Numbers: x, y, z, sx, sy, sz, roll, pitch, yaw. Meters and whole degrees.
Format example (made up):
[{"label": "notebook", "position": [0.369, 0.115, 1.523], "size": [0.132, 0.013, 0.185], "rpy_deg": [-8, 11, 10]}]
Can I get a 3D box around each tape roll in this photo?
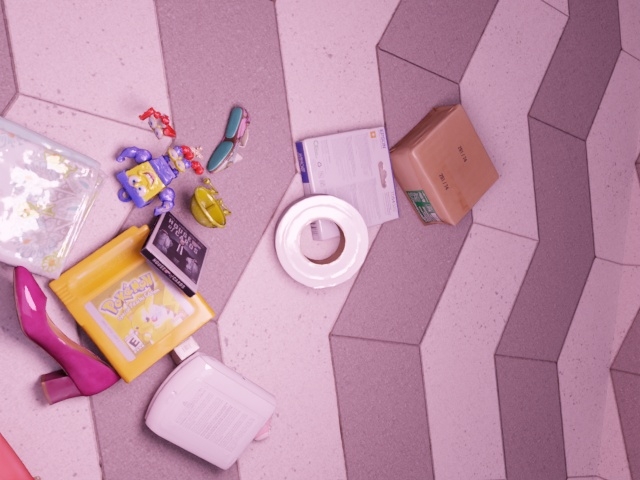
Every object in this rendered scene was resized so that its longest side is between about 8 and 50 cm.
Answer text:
[{"label": "tape roll", "position": [0.000, 0.000, 1.791], "size": [0.286, 0.100, 0.286], "rpy_deg": [-1, 98, -9]}]

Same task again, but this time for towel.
[{"label": "towel", "position": [-0.744, -0.111, 1.400], "size": [0.374, 0.090, 0.320], "rpy_deg": [27, 77, -29]}]

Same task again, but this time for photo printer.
[{"label": "photo printer", "position": [-0.312, 0.471, 1.639], "size": [0.307, 0.107, 0.256], "rpy_deg": [39, 88, -26]}]

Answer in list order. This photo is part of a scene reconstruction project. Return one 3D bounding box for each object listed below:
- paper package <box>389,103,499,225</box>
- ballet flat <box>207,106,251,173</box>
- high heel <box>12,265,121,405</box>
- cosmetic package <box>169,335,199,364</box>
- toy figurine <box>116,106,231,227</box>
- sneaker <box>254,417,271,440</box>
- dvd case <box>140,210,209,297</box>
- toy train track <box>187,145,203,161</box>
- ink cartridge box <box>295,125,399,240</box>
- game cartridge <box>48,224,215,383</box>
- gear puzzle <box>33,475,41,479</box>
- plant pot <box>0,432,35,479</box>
[{"label": "paper package", "position": [0.429, -0.261, 2.074], "size": [0.309, 0.168, 0.325], "rpy_deg": [-44, 112, -22]}, {"label": "ballet flat", "position": [-0.254, -0.282, 1.714], "size": [0.079, 0.077, 0.221], "rpy_deg": [34, 72, -48]}, {"label": "high heel", "position": [-0.630, 0.220, 1.453], "size": [0.181, 0.127, 0.377], "rpy_deg": [-16, 114, -20]}, {"label": "cosmetic package", "position": [-0.376, 0.305, 1.615], "size": [0.060, 0.115, 0.041], "rpy_deg": [-34, 85, -28]}, {"label": "toy figurine", "position": [-0.432, -0.148, 1.584], "size": [0.217, 0.191, 0.362], "rpy_deg": [-31, 100, 5]}, {"label": "sneaker", "position": [-0.169, 0.551, 1.788], "size": [0.134, 0.051, 0.070], "rpy_deg": [-50, 116, -17]}, {"label": "dvd case", "position": [-0.382, 0.025, 1.561], "size": [0.030, 0.238, 0.179], "rpy_deg": [-35, 115, 17]}, {"label": "toy train track", "position": [-0.364, -0.239, 1.675], "size": [0.048, 0.014, 0.083], "rpy_deg": [45, 69, -24]}, {"label": "ink cartridge box", "position": [0.094, -0.193, 1.925], "size": [0.330, 0.071, 0.324], "rpy_deg": [-16, 101, -33]}, {"label": "game cartridge", "position": [-0.483, 0.156, 1.524], "size": [0.285, 0.053, 0.323], "rpy_deg": [-39, 96, -17]}, {"label": "gear puzzle", "position": [-0.830, 0.690, 1.386], "size": [0.339, 0.044, 0.175], "rpy_deg": [-10, 96, -31]}, {"label": "plant pot", "position": [-0.765, 0.562, 1.277], "size": [0.275, 0.275, 0.243], "rpy_deg": [-25, 89, -29]}]
